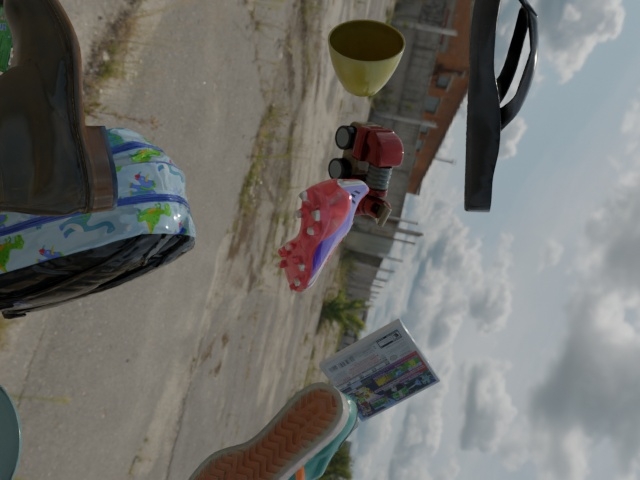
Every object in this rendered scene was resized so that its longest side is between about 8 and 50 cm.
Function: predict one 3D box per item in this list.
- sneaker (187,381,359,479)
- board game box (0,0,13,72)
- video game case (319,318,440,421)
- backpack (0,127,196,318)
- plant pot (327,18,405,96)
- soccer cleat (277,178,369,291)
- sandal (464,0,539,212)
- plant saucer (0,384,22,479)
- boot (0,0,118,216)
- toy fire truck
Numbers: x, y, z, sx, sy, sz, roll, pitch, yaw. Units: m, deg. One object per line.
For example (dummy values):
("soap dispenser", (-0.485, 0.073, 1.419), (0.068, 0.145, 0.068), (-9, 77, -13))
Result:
("sneaker", (-0.066, 0.335, 0.762), (0.108, 0.302, 0.121), (54, 2, 41))
("board game box", (-0.578, -0.440, 0.914), (0.030, 0.136, 0.259), (-69, 179, -81))
("video game case", (0.129, 0.284, 1.120), (0.183, 0.201, 0.023), (55, 10, -20))
("backpack", (-0.373, -0.020, 0.799), (0.290, 0.356, 0.273), (38, 49, -73))
("plant pot", (0.079, -0.318, 0.932), (0.095, 0.134, 0.134), (92, 11, -52))
("soccer cleat", (0.000, 0.000, 0.780), (0.083, 0.095, 0.248), (60, -28, 27))
("sandal", (0.161, -0.141, 0.468), (0.097, 0.055, 0.254), (-72, 158, -46))
("plant saucer", (-0.760, 0.433, 1.096), (0.044, 0.318, 0.317), (45, 57, -74))
("boot", (-0.244, -0.118, 0.408), (0.082, 0.106, 0.219), (-36, -106, 51))
("toy fire truck", (0.122, -0.138, 1.188), (0.159, 0.246, 0.217), (-8, 122, -39))
